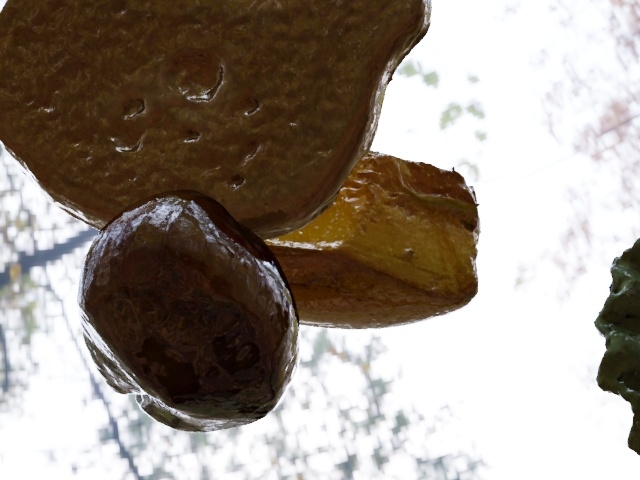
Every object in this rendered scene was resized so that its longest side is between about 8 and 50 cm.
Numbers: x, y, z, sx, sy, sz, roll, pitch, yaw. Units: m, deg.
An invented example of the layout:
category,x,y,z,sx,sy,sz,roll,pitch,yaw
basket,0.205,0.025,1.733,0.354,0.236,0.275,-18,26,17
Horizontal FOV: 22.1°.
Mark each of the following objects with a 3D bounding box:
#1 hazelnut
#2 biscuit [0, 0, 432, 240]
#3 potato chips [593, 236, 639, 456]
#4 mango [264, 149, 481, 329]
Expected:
category,x,y,z,sx,sy,sz,roll,pitch,yaw
hazelnut,-0.099,0.053,1.288,0.178,0.178,0.204,-33,-57,15
biscuit,-0.110,-0.168,1.461,0.365,0.385,0.062,-61,-24,-9
potato chips,0.446,0.077,1.392,0.429,0.359,0.070,11,-15,-2
mango,0.000,0.000,1.626,0.350,0.201,0.199,1,-65,-11
